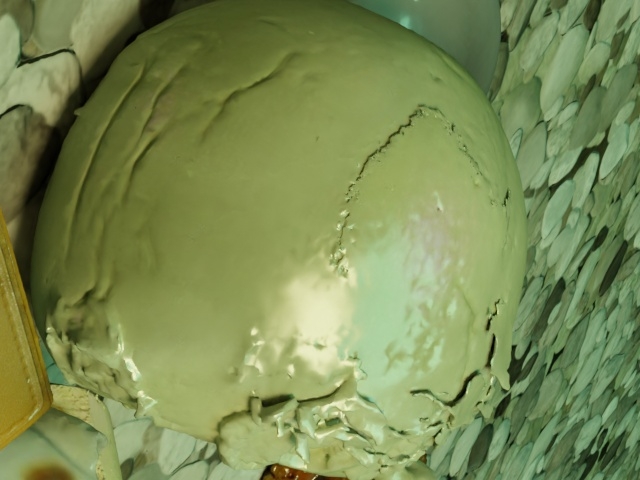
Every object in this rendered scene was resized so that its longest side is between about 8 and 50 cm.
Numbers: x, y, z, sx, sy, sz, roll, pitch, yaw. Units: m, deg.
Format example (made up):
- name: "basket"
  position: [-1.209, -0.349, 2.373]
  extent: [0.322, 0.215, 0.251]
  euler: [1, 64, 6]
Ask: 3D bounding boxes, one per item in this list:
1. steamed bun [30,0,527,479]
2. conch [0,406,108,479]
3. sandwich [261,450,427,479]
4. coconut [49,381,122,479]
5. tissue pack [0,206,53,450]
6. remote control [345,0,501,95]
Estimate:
- name: "steamed bun"
  position: [0.000, 0.000, 1.000]
  extent: [0.334, 0.233, 0.312]
  euler: [12, 96, -44]
- name: "conch"
  position: [-0.252, 0.155, 0.803]
  extent: [0.275, 0.183, 0.149]
  euler: [-28, 146, 20]
- name: "sandwich"
  position: [0.025, 0.264, 1.549]
  extent: [0.292, 0.109, 0.212]
  euler: [-10, 125, -59]
- name: "coconut"
  position: [-0.192, 0.150, 1.017]
  extent: [0.116, 0.122, 0.116]
  euler: [-15, 152, -9]
- name: "tissue pack"
  position: [-0.247, -0.010, 0.650]
  extent: [0.145, 0.194, 0.274]
  euler: [-46, 150, -30]
- name: "remote control"
  position: [0.044, -0.086, 1.230]
  extent: [0.221, 0.103, 0.332]
  euler: [5, 112, -55]
